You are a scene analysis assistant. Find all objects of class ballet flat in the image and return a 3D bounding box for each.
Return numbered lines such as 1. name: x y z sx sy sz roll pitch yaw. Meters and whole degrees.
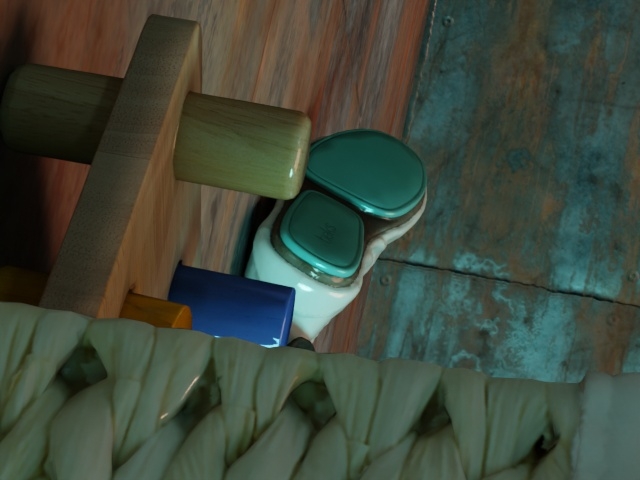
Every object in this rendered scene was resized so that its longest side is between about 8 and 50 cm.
1. ballet flat: 0.000 0.000 1.555 0.400 0.139 0.139 -55 156 -67

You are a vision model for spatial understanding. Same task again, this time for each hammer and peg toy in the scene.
1. hammer and peg toy: -0.091 0.109 0.720 0.361 0.127 0.266 95 7 -51

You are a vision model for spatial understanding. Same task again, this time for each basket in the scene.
1. basket: -0.075 0.225 0.388 0.331 0.266 0.328 94 9 -50

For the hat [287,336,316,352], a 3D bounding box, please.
1. hat: -0.029 0.243 1.371 0.331 0.134 0.331 -62 174 -11
